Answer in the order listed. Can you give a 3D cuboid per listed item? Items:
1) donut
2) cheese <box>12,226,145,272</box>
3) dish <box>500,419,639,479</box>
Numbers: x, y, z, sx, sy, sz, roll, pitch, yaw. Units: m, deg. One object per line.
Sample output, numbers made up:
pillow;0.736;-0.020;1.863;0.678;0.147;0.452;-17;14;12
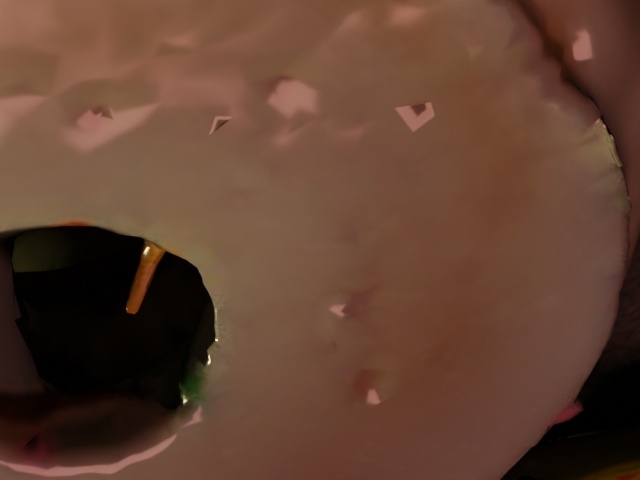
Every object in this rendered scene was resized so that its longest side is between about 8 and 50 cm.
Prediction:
donut;-0.083;-0.014;0.469;0.382;0.142;0.383;-11;133;-12
cheese;0.000;0.000;0.657;0.255;0.050;0.127;-16;146;-8
dish;0.172;0.192;0.944;0.262;0.108;0.221;-2;113;-27
